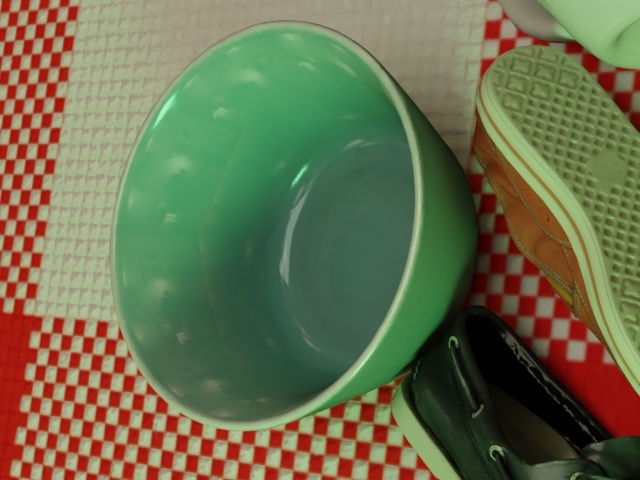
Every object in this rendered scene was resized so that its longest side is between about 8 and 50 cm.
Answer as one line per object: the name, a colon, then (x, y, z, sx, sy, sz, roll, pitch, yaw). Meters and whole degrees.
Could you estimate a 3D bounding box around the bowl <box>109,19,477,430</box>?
bowl: (0.000, 0.000, 1.290, 0.311, 0.163, 0.311, -11, 73, 39)

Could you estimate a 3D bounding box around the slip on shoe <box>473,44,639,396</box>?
slip on shoe: (0.209, 0.013, 1.159, 0.331, 0.123, 0.101, 58, 157, 23)

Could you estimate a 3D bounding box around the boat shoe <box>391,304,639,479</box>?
boat shoe: (0.177, 0.165, 1.128, 0.340, 0.127, 0.113, 51, 125, 45)

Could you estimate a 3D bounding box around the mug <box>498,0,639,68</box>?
mug: (0.206, -0.280, 1.137, 0.374, 0.276, 0.328, 139, 121, -63)
